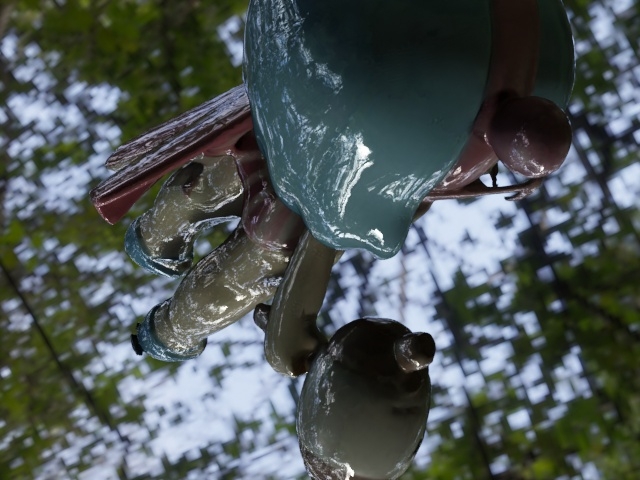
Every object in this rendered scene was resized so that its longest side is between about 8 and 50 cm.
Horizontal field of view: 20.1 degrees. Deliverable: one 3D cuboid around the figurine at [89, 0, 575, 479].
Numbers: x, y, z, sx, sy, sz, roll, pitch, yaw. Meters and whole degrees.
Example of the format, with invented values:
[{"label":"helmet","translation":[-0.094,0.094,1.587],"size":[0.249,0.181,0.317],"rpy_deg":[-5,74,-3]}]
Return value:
[{"label":"figurine","translation":[-0.011,-0.008,0.605],"size":[0.102,0.260,0.205],"rpy_deg":[14,-118,-25]}]
